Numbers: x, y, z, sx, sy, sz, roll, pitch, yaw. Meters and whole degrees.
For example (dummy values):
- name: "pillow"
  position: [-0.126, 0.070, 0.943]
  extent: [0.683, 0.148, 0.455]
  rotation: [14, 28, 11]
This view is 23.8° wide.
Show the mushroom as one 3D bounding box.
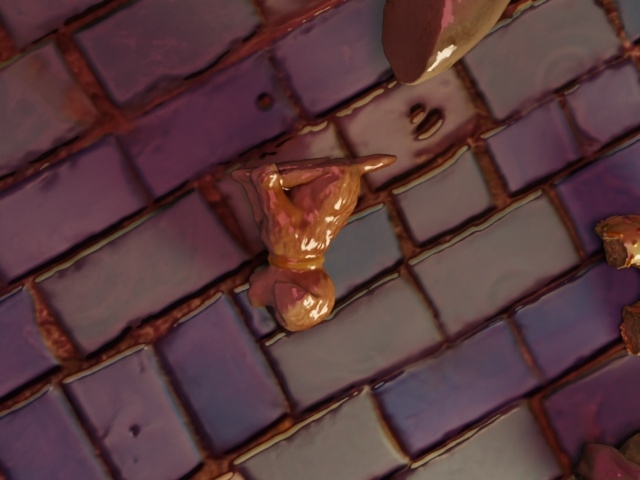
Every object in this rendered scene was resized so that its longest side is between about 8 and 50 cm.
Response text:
- name: "mushroom"
  position: [0.178, -0.319, 1.633]
  extent: [0.128, 0.128, 0.350]
  rotation: [41, 84, -12]

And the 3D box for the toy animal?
- name: "toy animal"
  position: [0.007, 0.001, 1.643]
  extent: [0.184, 0.104, 0.185]
  rotation: [-8, 92, -18]

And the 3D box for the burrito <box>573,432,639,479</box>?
- name: "burrito"
  position: [0.415, 0.269, 1.754]
  extent: [0.229, 0.089, 0.144]
  rotation: [-21, 96, -11]

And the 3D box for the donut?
- name: "donut"
  position: [0.385, 0.044, 1.737]
  extent: [0.108, 0.065, 0.166]
  rotation: [-19, 98, -10]
